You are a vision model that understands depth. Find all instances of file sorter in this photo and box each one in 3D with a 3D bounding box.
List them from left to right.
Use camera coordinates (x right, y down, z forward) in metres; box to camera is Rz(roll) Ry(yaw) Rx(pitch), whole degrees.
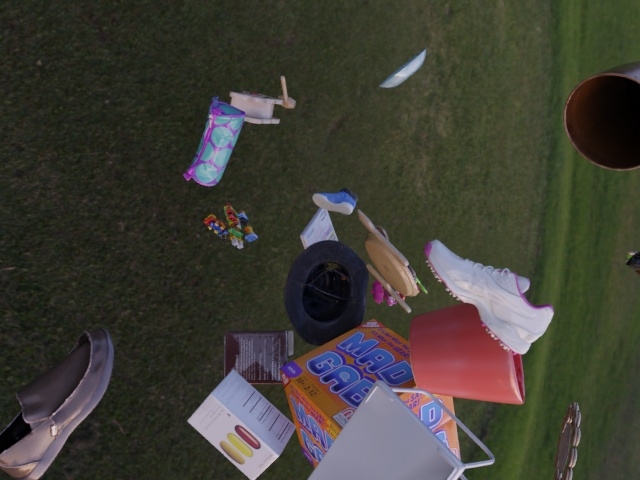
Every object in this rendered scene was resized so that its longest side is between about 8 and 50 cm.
[{"bbox_3d":[0.128,0.415,0.949,0.173,0.193,0.278,21,105,-48],"label":"file sorter"}]

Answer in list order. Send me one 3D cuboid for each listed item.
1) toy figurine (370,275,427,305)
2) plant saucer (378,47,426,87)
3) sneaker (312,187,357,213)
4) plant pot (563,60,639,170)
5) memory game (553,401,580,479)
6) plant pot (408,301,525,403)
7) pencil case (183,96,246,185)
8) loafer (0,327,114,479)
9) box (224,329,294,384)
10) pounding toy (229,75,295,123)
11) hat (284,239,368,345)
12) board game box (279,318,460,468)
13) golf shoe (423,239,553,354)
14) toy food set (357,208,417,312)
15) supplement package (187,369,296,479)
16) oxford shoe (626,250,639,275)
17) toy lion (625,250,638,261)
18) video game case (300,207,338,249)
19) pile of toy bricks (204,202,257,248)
[{"bbox_3d":[0.254,0.162,1.897,0.173,0.159,0.130,51,4,-15],"label":"toy figurine"},{"bbox_3d":[0.281,-0.560,1.839,0.037,0.195,0.195,49,47,-11],"label":"plant saucer"},{"bbox_3d":[0.054,-0.147,1.913,0.085,0.152,0.058,-58,154,-35],"label":"sneaker"},{"bbox_3d":[0.689,-0.301,1.200,0.230,0.215,0.215,-35,121,-26],"label":"plant pot"},{"bbox_3d":[0.483,0.409,1.088,0.186,0.012,0.186,12,90,-72],"label":"memory game"},{"bbox_3d":[0.361,0.274,1.376,0.275,0.243,0.275,-10,90,-68],"label":"plant pot"},{"bbox_3d":[-0.188,-0.171,0.983,0.070,0.064,0.152,-11,138,-47],"label":"pencil case"},{"bbox_3d":[-0.573,0.345,1.178,0.130,0.133,0.366,35,84,-40],"label":"loafer"},{"bbox_3d":[-0.193,0.375,1.802,0.168,0.203,0.167,54,35,-80],"label":"box"},{"bbox_3d":[-0.201,-0.462,1.774,0.269,0.154,0.155,-25,131,-63],"label":"pounding toy"},{"bbox_3d":[-0.002,0.164,1.774,0.331,0.134,0.332,0,91,-31],"label":"hat"},{"bbox_3d":[0.145,0.516,1.641,0.356,0.356,0.356,-24,116,-23],"label":"board game box"},{"bbox_3d":[0.357,0.094,1.186,0.306,0.140,0.115,46,18,10],"label":"golf shoe"},{"bbox_3d":[0.115,0.030,0.874,0.038,0.132,0.192,-36,152,-10],"label":"toy food set"},{"bbox_3d":[-0.214,0.506,1.531,0.244,0.139,0.134,41,25,3],"label":"supplement package"},{"bbox_3d":[0.909,0.072,1.457,0.096,0.083,0.227,47,3,4],"label":"oxford shoe"},{"bbox_3d":[1.026,0.060,1.758,0.100,0.096,0.034,0,103,-49],"label":"toy lion"},{"bbox_3d":[0.000,0.000,2.135,0.212,0.023,0.193,-57,136,-47],"label":"video game case"},{"bbox_3d":[-0.282,-0.067,1.770,0.212,0.118,0.105,41,27,-59],"label":"pile of toy bricks"}]
